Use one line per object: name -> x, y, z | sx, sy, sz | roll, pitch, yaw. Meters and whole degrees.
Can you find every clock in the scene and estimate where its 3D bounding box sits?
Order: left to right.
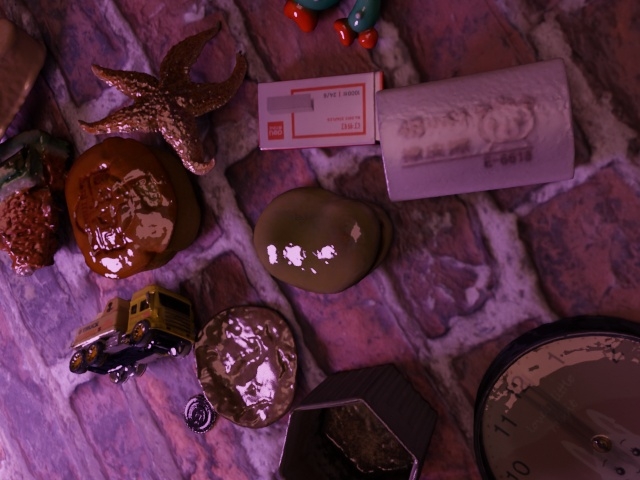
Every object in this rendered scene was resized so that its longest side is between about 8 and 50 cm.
clock -> -0.252, 0.363, 1.149 | 0.074, 0.010, 0.083 | 31, 106, 16
clock -> 0.424, 0.306, 0.834 | 0.386, 0.076, 0.386 | 3, 97, 21

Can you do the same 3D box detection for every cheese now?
cheese -> -0.741, -0.324, 1.178 | 0.384, 0.104, 0.383 | -8, 69, 22

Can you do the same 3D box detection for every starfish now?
starfish -> -0.284, -0.265, 0.998 | 0.303, 0.060, 0.299 | -1, 81, -2

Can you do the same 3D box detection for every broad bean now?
broad bean -> 0.000, 0.000, 0.964 | 0.263, 0.121, 0.189 | 3, 102, 37

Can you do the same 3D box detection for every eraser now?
eraser -> 0.228, -0.161, 0.836 | 0.270, 0.095, 0.174 | -6, 100, 16

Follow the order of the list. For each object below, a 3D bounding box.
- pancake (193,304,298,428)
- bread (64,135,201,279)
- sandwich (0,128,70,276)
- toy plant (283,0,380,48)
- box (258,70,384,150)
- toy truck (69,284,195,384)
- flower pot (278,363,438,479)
pancake -> -0.137, 0.235, 1.070 | 0.242, 0.050, 0.241 | -1, 88, 20
bread -> -0.368, -0.061, 1.074 | 0.270, 0.148, 0.269 | 1, 93, 22
sandwich -> -0.653, -0.071, 1.183 | 0.251, 0.162, 0.301 | -12, 89, 27
toy plant -> 0.065, -0.474, 0.832 | 0.400, 0.279, 0.185 | -16, 52, 41
box -> 0.003, -0.221, 0.959 | 0.230, 0.050, 0.122 | 2, 98, 22
toy truck -> -0.382, 0.181, 1.121 | 0.272, 0.124, 0.157 | -25, 54, 26
flower pot -> 0.067, 0.338, 0.922 | 0.239, 0.190, 0.209 | 45, 109, 10
